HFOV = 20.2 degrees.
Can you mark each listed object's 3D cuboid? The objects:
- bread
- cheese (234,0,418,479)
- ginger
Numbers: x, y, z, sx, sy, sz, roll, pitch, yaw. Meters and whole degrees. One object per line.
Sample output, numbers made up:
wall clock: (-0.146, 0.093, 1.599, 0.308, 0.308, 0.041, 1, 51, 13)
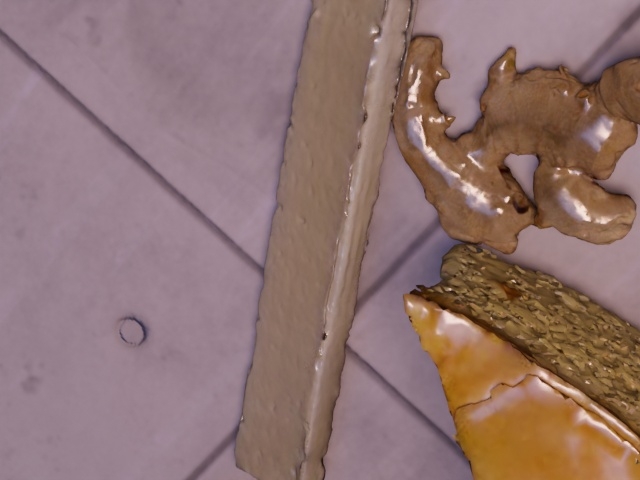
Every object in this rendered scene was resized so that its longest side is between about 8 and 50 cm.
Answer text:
bread: (0.156, 0.190, 1.171, 0.315, 0.248, 0.279, 29, 114, 6)
cheese: (-0.003, 0.000, 1.249, 0.085, 0.034, 0.400, 30, 119, 37)
ginger: (0.171, -0.059, 1.174, 0.258, 0.065, 0.149, 4, 114, 25)
